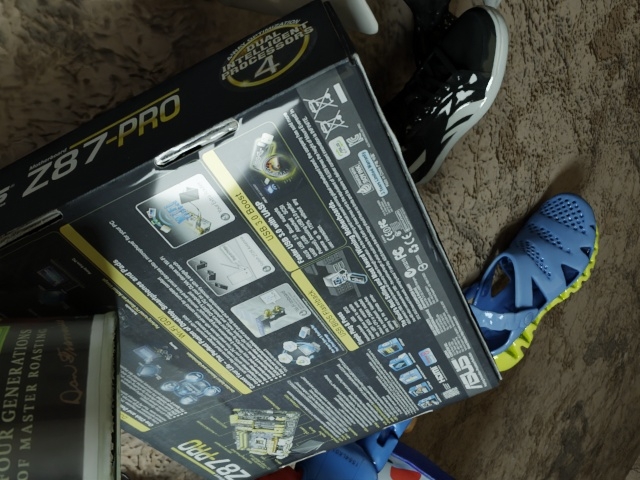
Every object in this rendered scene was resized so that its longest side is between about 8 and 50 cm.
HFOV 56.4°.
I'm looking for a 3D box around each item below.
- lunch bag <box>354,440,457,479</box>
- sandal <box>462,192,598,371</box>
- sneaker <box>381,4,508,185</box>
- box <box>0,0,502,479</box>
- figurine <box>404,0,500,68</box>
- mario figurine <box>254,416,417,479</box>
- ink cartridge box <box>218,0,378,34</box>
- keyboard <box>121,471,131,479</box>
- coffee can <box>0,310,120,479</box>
[{"bbox_3d":[0.118,0.499,0.818,0.239,0.328,0.385,11,101,-50],"label":"lunch bag"},{"bbox_3d":[0.320,0.053,0.931,0.138,0.126,0.317,41,80,-42],"label":"sandal"},{"bbox_3d":[0.094,-0.132,0.604,0.121,0.079,0.216,-10,142,-32],"label":"sneaker"},{"bbox_3d":[-0.049,0.058,0.496,0.318,0.097,0.395,-27,134,9],"label":"box"},{"bbox_3d":[0.152,-0.300,0.623,0.215,0.092,0.209,-49,144,-13],"label":"figurine"},{"bbox_3d":[-0.009,0.297,0.678,0.320,0.198,0.170,-53,132,-42],"label":"mario figurine"},{"bbox_3d":[-0.072,-0.292,0.317,0.119,0.207,0.353,-53,138,-9],"label":"ink cartridge box"},{"bbox_3d":[-0.186,0.312,0.613,0.192,0.038,0.100,41,47,-26],"label":"keyboard"},{"bbox_3d":[-0.251,0.142,0.313,0.276,0.201,0.201,0,113,-18],"label":"coffee can"}]
